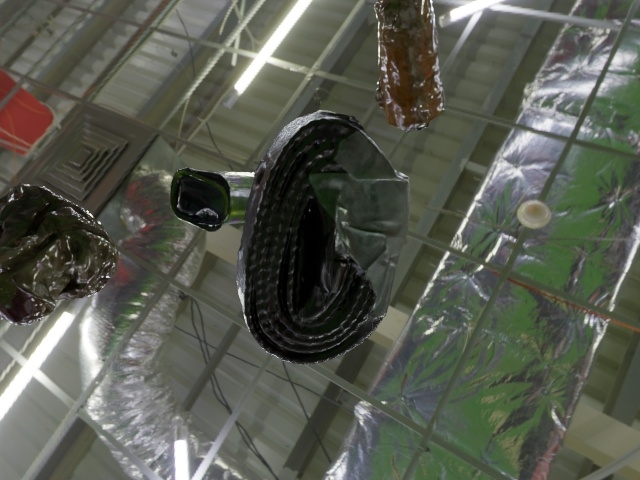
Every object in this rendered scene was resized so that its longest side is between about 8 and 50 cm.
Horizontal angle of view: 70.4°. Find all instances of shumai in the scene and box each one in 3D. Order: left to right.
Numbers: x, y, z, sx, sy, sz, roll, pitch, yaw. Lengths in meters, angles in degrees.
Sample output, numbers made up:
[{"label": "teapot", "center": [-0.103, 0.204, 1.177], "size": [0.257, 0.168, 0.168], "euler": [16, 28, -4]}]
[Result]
[{"label": "shumai", "center": [-0.440, 0.009, 0.674], "size": [0.218, 0.185, 0.184], "euler": [45, -91, 0]}]

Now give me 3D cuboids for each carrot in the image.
[{"label": "carrot", "center": [0.117, -0.280, 0.606], "size": [0.101, 0.263, 0.102], "euler": [-9, -137, 8]}]

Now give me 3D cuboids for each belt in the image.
[{"label": "belt", "center": [0.000, 0.000, 0.530], "size": [0.184, 0.164, 0.289], "euler": [6, -73, -13]}]

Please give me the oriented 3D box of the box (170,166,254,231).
[{"label": "box", "center": [-0.111, -0.080, 0.864], "size": [0.134, 0.345, 0.097], "euler": [11, -79, 28]}]
